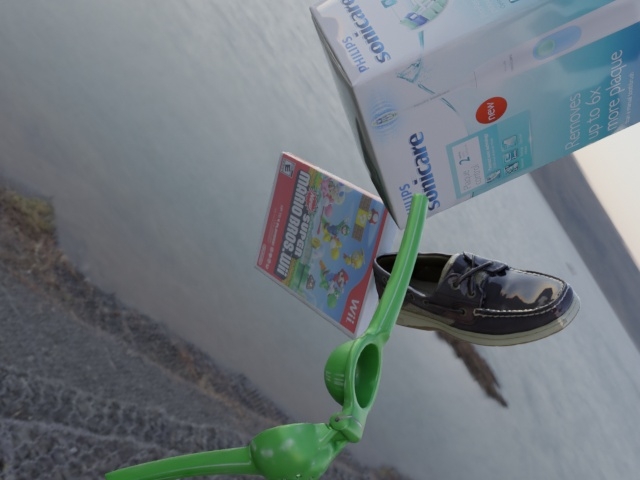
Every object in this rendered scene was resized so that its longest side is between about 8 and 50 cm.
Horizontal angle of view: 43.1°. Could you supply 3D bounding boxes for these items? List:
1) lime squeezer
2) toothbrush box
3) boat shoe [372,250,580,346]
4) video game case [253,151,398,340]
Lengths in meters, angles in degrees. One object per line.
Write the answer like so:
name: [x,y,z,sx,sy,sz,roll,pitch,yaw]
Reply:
lime squeezer: [-0.005,0.101,0.568,0.059,0.310,0.110,50,-5,-36]
toothbrush box: [0.165,-0.169,0.774,0.216,0.296,0.126,66,1,-53]
boat shoe: [0.177,0.061,1.008,0.103,0.285,0.092,-47,122,-31]
video game case: [0.000,0.000,1.236,0.025,0.204,0.285,3,19,-39]
